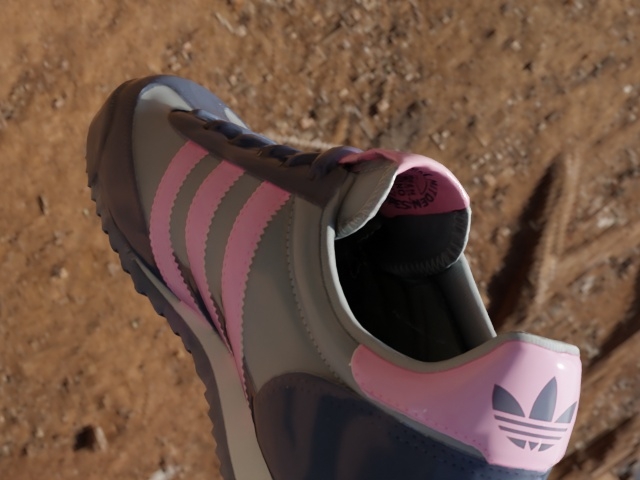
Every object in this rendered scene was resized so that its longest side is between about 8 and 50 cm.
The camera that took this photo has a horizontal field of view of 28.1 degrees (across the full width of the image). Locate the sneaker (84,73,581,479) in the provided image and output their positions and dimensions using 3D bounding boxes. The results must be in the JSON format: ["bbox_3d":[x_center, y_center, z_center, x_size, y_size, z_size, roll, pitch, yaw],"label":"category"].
[{"bbox_3d":[0.000,0.000,0.514,0.112,0.319,0.131,13,120,-39],"label":"sneaker"}]
